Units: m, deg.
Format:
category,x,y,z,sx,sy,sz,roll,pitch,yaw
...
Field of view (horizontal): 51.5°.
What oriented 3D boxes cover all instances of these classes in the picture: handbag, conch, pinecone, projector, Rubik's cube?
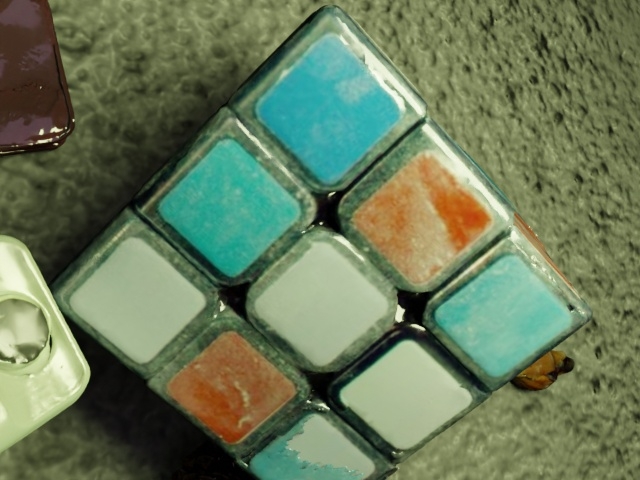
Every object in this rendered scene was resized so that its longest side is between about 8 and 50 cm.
category,x,y,z,sx,sy,sz,roll,pitch,yaw
handbag,-0.405,-0.188,0.749,0.216,0.074,0.203,-15,87,-28
conch,0.346,0.199,1.073,0.233,0.080,0.086,23,77,-24
pinecone,-0.106,0.298,0.782,0.140,0.140,0.121,59,27,-6
projector,-0.315,0.104,0.500,0.242,0.177,0.163,-35,105,-57
Rubik's cube,0.000,0.000,0.700,0.359,0.362,0.363,43,105,-11
